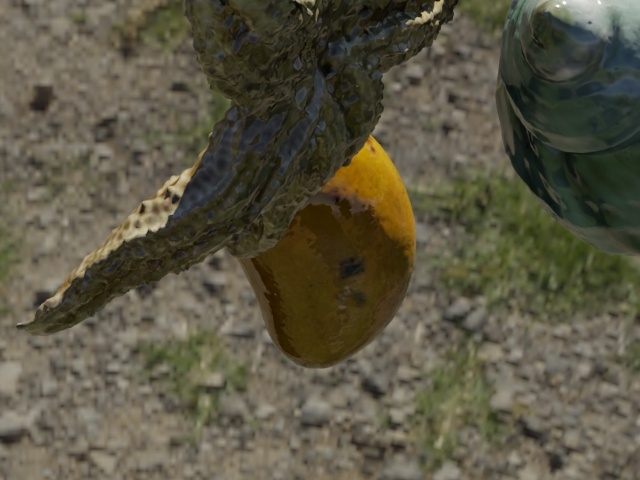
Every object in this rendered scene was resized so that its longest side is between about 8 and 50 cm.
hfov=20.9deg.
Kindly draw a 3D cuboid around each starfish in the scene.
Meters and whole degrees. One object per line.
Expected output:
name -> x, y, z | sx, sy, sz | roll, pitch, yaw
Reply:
starfish -> -0.007, -0.072, 0.623 | 0.062, 0.277, 0.236 | 32, 9, 17

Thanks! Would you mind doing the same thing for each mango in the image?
mango -> 0.003, -0.002, 1.080 | 0.115, 0.178, 0.090 | -22, 30, 1

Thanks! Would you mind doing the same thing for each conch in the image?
conch -> 0.175, -0.099, 0.958 | 0.195, 0.220, 0.277 | -4, 0, 28
